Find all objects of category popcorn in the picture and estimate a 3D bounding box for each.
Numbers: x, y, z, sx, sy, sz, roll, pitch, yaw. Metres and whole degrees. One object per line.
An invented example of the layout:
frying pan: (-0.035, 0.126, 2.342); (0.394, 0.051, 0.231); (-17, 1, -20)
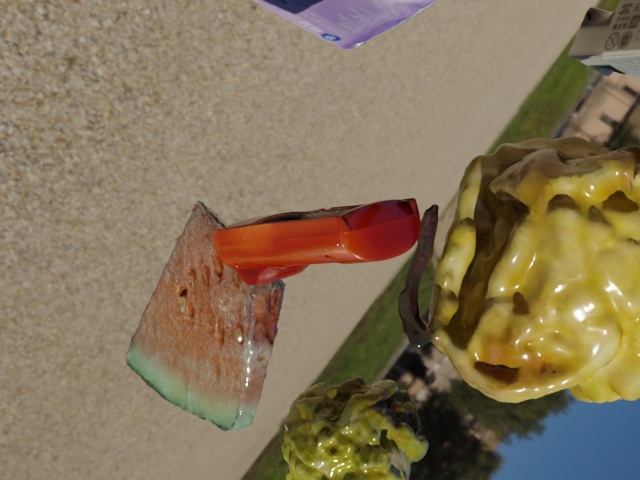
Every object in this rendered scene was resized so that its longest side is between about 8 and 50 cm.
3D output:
popcorn: (0.052, 0.328, 1.401); (0.259, 0.259, 0.212); (-52, 143, -13)
popcorn: (0.264, 0.040, 1.023); (0.382, 0.348, 0.349); (-14, 158, -17)

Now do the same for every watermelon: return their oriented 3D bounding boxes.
watermelon: (-0.113, 0.072, 0.986); (0.140, 0.193, 0.256); (-34, 144, -51)

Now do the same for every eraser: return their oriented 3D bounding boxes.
eraser: (0.511, -0.288, 1.210); (0.098, 0.096, 0.404); (-67, -162, 3)

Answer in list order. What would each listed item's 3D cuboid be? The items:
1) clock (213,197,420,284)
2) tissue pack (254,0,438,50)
clock: (0.000, 0.000, 0.754); (0.155, 0.061, 0.113); (-8, -176, 42)
tissue pack: (0.002, -0.416, 1.147); (0.242, 0.338, 0.160); (-17, -118, 45)
